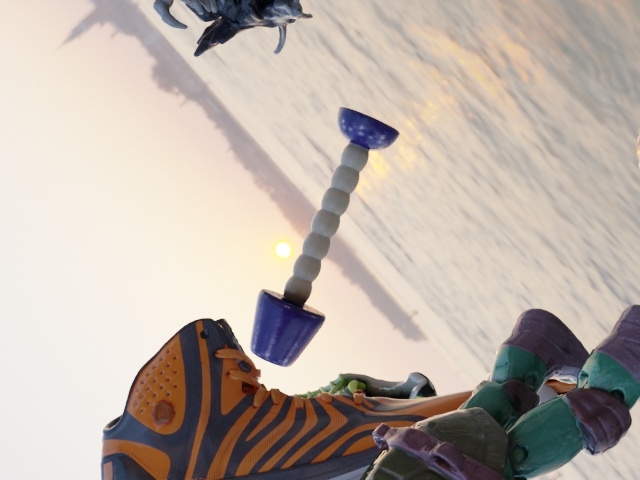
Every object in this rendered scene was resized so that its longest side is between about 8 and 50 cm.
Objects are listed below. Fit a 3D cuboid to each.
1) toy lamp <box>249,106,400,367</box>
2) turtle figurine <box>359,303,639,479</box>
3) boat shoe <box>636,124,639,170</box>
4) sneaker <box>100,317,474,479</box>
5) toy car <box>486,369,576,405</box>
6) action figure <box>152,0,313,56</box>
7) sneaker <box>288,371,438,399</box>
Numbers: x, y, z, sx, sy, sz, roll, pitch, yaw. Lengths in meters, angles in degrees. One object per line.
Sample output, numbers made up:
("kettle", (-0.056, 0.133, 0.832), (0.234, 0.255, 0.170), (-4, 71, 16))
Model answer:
("toy lamp", (0.000, 0.000, 0.941), (0.080, 0.274, 0.080), (23, -177, -1))
("turtle figurine", (0.069, 0.127, 0.400), (0.175, 0.234, 0.118), (14, 143, 51))
("boat shoe", (0.422, -0.150, 1.055), (0.228, 0.081, 0.068), (86, 167, -72))
("sneaker", (-0.025, 0.132, 0.713), (0.124, 0.321, 0.180), (87, 166, -64))
("toy car", (0.366, 0.214, 1.444), (0.182, 0.159, 0.136), (25, 118, 49))
("action figure", (-0.076, -0.238, 0.700), (0.276, 0.164, 0.141), (44, -175, -42))
("sneaker", (0.012, 0.281, 1.452), (0.145, 0.385, 0.147), (-92, -6, -61))
